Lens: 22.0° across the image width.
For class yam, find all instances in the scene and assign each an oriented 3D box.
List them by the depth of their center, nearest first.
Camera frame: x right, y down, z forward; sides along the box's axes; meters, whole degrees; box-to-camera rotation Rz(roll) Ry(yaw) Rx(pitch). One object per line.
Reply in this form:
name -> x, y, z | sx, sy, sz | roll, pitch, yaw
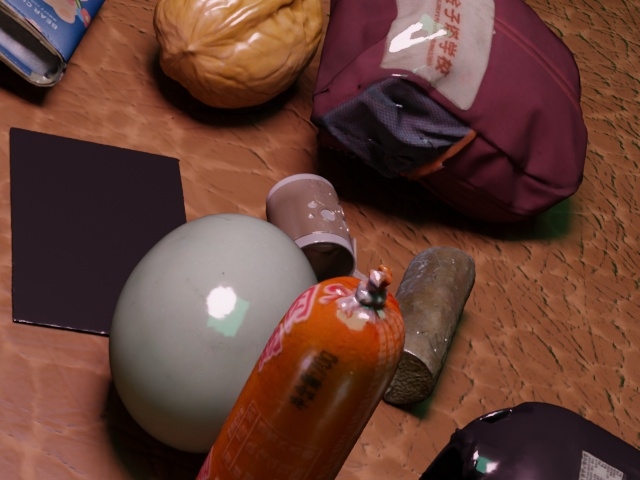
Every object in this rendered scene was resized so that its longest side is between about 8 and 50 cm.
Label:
yam -> 0.092, 0.076, 1.505 | 0.068, 0.068, 0.169 | 28, 40, 0

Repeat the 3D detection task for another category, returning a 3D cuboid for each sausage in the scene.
sausage -> -0.019, 0.132, 1.180 | 0.093, 0.312, 0.093 | 16, 38, -13

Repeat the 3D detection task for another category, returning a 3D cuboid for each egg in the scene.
egg -> -0.081, 0.071, 1.325 | 0.168, 0.168, 0.231 | 25, 36, -4

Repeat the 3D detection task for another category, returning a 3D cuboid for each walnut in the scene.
walnut -> -0.082, -0.215, 1.658 | 0.159, 0.159, 0.207 | 37, 34, 11

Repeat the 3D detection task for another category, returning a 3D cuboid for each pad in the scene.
pad -> -0.194, -0.006, 1.474 | 0.170, 0.006, 0.245 | 9, 42, -20

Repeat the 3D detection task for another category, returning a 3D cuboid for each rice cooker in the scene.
rice cooker -> 0.165, 0.255, 1.206 | 0.224, 0.267, 0.267 | 30, 38, -5

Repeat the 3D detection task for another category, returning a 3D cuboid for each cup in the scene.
cup -> 0.002, -0.006, 1.534 | 0.102, 0.074, 0.099 | 9, 42, -22

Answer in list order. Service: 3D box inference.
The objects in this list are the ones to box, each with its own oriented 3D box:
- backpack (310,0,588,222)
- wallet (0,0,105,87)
backpack -> 0.141, -0.158, 1.686 | 0.317, 0.197, 0.283 | 32, 52, -31
wallet -> -0.284, -0.243, 1.604 | 0.141, 0.059, 0.202 | 42, 29, -17
